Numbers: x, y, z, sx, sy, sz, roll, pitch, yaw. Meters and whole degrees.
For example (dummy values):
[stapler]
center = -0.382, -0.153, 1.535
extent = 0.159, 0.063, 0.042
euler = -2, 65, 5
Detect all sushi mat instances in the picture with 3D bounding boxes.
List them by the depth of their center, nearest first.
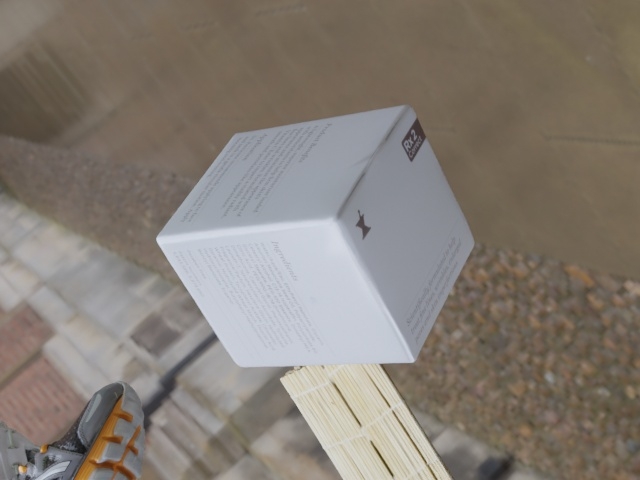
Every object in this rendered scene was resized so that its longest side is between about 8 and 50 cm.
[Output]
[sushi mat]
center = 0.080, 0.248, 1.234
extent = 0.151, 0.019, 0.316
euler = -36, 84, 44

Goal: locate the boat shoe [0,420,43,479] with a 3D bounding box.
[boat shoe]
center = -0.244, 0.192, 0.924
extent = 0.226, 0.075, 0.083
euler = -130, 35, -70

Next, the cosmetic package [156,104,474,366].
[cosmetic package]
center = 0.000, 0.000, 0.980
extent = 0.183, 0.151, 0.151
euler = -5, 128, 36

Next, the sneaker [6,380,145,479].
[sneaker]
center = -0.186, 0.183, 0.766
extent = 0.083, 0.215, 0.084
euler = 23, 162, 19
